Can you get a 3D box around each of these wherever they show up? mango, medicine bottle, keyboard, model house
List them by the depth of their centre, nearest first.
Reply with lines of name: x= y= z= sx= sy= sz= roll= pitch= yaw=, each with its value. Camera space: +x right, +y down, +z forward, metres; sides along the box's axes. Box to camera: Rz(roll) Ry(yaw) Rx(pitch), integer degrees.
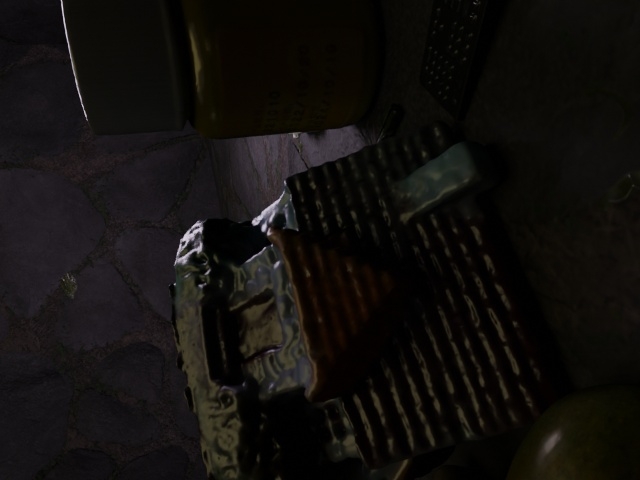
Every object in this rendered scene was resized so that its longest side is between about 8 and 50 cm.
mango: x=0.197 y=0.252 z=0.322 sx=0.146 sy=0.129 sz=0.289 roll=-20 pitch=76 yaw=45
keyboard: x=0.139 y=-0.285 z=0.375 sx=0.381 sy=0.041 sz=0.103 roll=99 pitch=154 yaw=-44
model house: x=0.064 y=0.083 z=0.496 sx=0.339 sy=0.297 sz=0.360 roll=-32 pitch=64 yaw=37
medicine bottle: x=-0.128 y=-0.257 z=0.651 sx=0.224 sy=0.384 sz=0.224 roll=170 pitch=90 yaw=-71

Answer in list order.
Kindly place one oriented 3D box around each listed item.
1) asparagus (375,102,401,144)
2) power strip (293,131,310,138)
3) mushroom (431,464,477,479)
asparagus: x=0.074 y=-0.112 z=0.692 sx=0.023 sy=0.022 sz=0.233 roll=31 pitch=146 yaw=5
power strip: x=-0.049 y=-0.386 z=0.897 sx=0.106 sy=0.043 sz=0.367 roll=-150 pitch=53 yaw=-67
mushroom: x=0.139 y=0.327 z=0.483 sx=0.215 sy=0.207 sz=0.207 roll=-50 pitch=-42 yaw=-69
